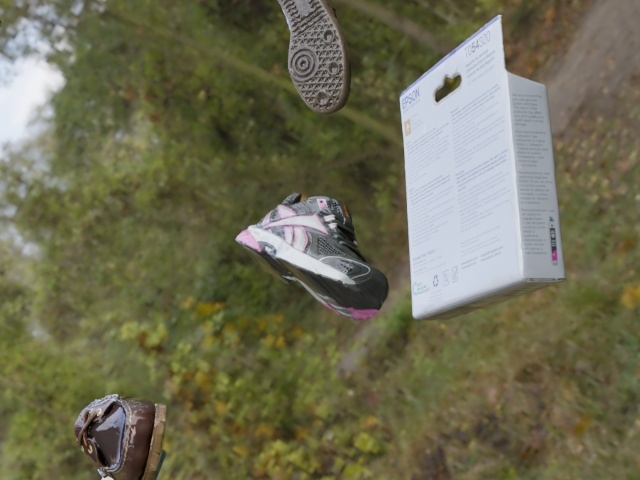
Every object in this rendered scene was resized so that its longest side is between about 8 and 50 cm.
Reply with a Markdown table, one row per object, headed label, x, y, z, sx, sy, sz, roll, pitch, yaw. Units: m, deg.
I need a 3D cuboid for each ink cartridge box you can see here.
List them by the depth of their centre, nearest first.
| label | x | y | z | sx | sy | sz | roll | pitch | yaw |
| --- | --- | --- | --- | --- | --- | --- | --- | --- | --- |
| ink cartridge box | 0.200 | -0.080 | 1.595 | 0.324 | 0.071 | 0.330 | 150 | 121 | -68 |

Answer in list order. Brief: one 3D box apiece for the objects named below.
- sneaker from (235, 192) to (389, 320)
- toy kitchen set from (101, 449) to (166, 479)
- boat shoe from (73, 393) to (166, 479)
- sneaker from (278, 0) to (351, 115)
| label | x | y | z | sx | sy | sz | roll | pitch | yaw |
| --- | --- | --- | --- | --- | --- | --- | --- | --- | --- |
| sneaker | 0.000 | 0.000 | 0.985 | 0.077 | 0.072 | 0.178 | -51 | 38 | -9 |
| toy kitchen set | -0.184 | 0.364 | 1.502 | 0.122 | 0.207 | 0.166 | -7 | 47 | 34 |
| boat shoe | -0.173 | 0.168 | 1.039 | 0.207 | 0.073 | 0.073 | 144 | 139 | -72 |
| sneaker | 0.001 | -0.215 | 1.263 | 0.066 | 0.189 | 0.071 | -21 | -14 | 25 |
